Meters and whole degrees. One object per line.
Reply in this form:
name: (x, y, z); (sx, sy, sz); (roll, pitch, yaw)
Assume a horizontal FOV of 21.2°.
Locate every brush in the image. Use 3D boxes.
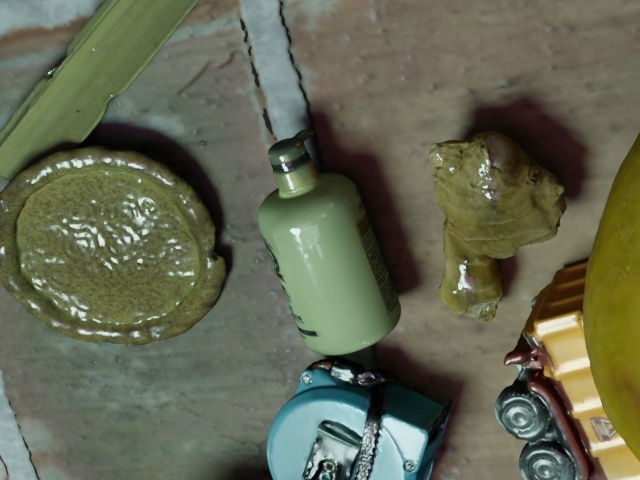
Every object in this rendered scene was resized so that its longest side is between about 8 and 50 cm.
brush: (-0.164, -0.130, 1.252); (0.054, 0.048, 0.282); (34, 129, -15)

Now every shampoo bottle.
shampoo bottle: (0.000, 0.000, 1.254); (0.079, 0.079, 0.162); (-12, 114, 21)

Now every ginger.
ginger: (0.129, -0.011, 1.225); (0.096, 0.067, 0.165); (5, 131, 13)

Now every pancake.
pancake: (-0.165, 0.009, 1.328); (0.199, 0.021, 0.199); (6, 127, 8)

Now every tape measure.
tape measure: (0.025, 0.162, 1.333); (0.125, 0.081, 0.146); (23, 114, 15)

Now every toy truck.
toy truck: (0.226, 0.151, 1.257); (0.135, 0.114, 0.270); (-18, 109, 28)

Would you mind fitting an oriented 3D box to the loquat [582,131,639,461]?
loquat: (0.335, 0.027, 1.023); (0.328, 0.328, 0.359); (55, 149, -15)
